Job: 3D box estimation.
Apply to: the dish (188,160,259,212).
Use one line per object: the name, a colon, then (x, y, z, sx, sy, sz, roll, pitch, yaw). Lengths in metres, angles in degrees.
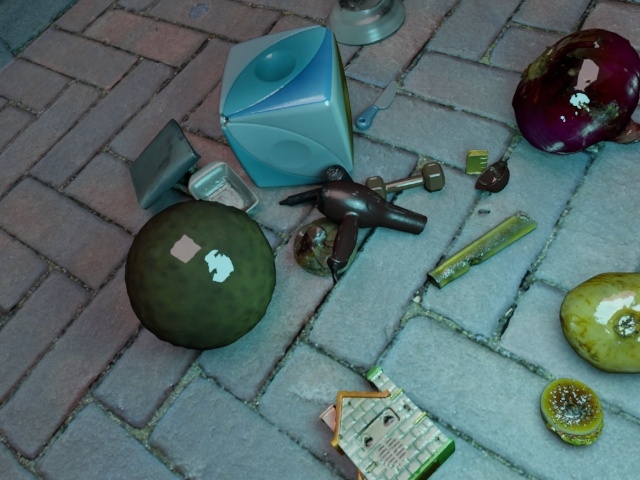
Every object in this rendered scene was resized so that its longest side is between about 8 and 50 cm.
dish: (-0.311, -0.146, 1.614, 0.154, 0.064, 0.234, -38, 71, -10)

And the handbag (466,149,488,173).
handbag: (0.455, -0.229, 1.479, 0.061, 0.083, 0.027, 2, 61, 12)

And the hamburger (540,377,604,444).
hamburger: (0.541, 0.368, 1.099, 0.126, 0.081, 0.141, 6, 60, 18)

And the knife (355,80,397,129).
knife: (0.202, -0.459, 1.721, 0.058, 0.032, 0.244, 28, 66, 29)

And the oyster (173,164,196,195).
oyster: (-0.477, -0.254, 1.727, 0.252, 0.087, 0.199, 9, 73, 28)

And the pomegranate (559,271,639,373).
pomegranate: (0.651, 0.177, 1.099, 0.248, 0.248, 0.248, -6, 58, 10)

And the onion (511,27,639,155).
onion: (0.739, -0.370, 1.391, 0.385, 0.348, 0.348, 31, 67, -9)

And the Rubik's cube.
Rubik's cube: (-0.089, -0.397, 1.559, 0.351, 0.352, 0.347, -6, 59, 8)

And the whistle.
whistle: (0.427, 0.021, 1.351, 0.326, 0.057, 0.068, -32, 57, -6)

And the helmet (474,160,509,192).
helmet: (0.499, -0.168, 1.448, 0.111, 0.057, 0.089, -50, 25, -6)

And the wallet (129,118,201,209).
wallet: (-0.529, -0.257, 1.696, 0.251, 0.054, 0.290, -43, 43, 8)

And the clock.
clock: (0.135, 0.443, 1.151, 0.220, 0.106, 0.255, -39, 54, -12)

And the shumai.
shumai: (0.000, 0.000, 1.436, 0.201, 0.120, 0.201, -8, 60, 13)

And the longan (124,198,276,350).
longan: (-0.304, 0.081, 1.308, 0.391, 0.391, 0.391, -6, 58, 10)

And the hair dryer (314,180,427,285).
hair dryer: (0.115, -0.002, 1.337, 0.312, 0.123, 0.340, 20, 49, -3)

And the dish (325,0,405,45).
dish: (0.164, -0.885, 1.935, 0.316, 0.106, 0.317, -6, 59, 11)

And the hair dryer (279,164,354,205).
hair dryer: (-0.020, -0.146, 1.537, 0.255, 0.128, 0.070, -13, 58, 19)

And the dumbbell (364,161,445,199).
dumbbell: (0.247, -0.166, 1.495, 0.230, 0.082, 0.092, -12, 59, 7)
